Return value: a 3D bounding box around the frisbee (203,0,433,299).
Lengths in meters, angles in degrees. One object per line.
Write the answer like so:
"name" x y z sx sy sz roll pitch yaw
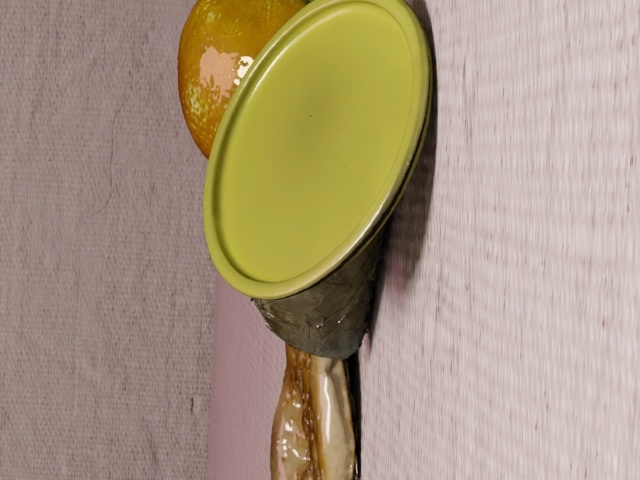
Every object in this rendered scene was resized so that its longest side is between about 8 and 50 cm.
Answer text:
"frisbee" -0.005 -0.069 1.123 0.236 0.017 0.236 -28 51 41

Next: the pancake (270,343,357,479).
"pancake" -0.004 0.160 1.413 0.282 0.049 0.283 -179 90 -80

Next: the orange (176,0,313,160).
"orange" -0.039 -0.135 1.316 0.237 0.158 0.179 -105 3 -54

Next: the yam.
"yam" 0.000 0.000 1.220 0.183 0.107 0.107 102 168 -47
